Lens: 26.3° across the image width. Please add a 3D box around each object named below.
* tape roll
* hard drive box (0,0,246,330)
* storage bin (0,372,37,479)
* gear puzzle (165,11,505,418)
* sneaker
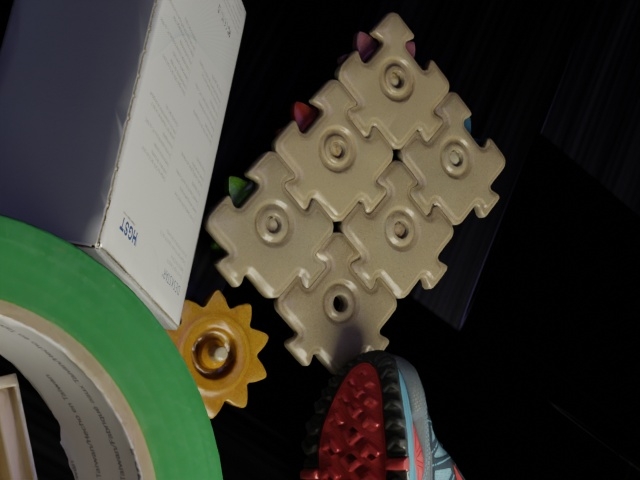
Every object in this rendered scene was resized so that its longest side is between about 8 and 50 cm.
[{"bbox_3d":[-0.198,0.145,0.660,0.321,0.077,0.321,7,79,-38],"label":"tape roll"},{"bbox_3d":[-0.123,-0.081,0.837,0.089,0.181,0.232,7,73,11],"label":"hard drive box"},{"bbox_3d":[-0.279,0.227,0.721,0.262,0.123,0.260,-11,89,-36],"label":"storage bin"},{"bbox_3d":[0.000,0.000,1.005,0.175,0.044,0.339,50,62,-20],"label":"gear puzzle"},{"bbox_3d":[0.066,0.203,0.994,0.125,0.104,0.261,-13,98,-46],"label":"sneaker"}]
